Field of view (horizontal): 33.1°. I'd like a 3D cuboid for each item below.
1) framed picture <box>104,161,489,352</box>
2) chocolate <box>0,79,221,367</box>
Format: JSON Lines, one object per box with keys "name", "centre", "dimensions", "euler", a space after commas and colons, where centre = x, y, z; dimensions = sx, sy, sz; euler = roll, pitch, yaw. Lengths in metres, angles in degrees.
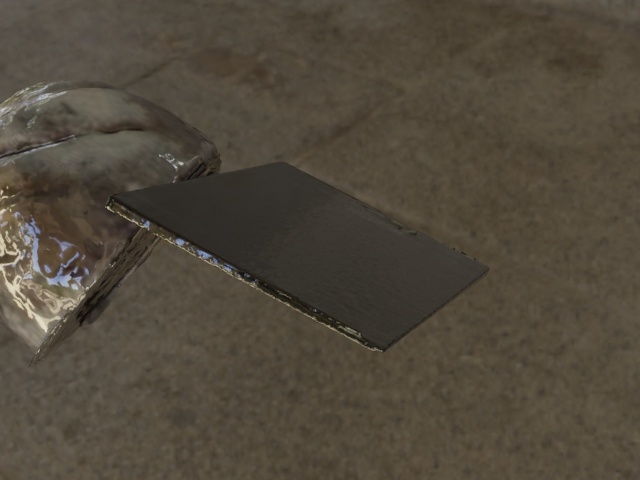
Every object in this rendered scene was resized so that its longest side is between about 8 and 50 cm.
{"name": "framed picture", "centre": [0.000, 0.000, 0.968], "dimensions": [0.255, 0.014, 0.339], "euler": [27, 18, 16]}
{"name": "chocolate", "centre": [-0.270, -0.044, 1.118], "dimensions": [0.213, 0.303, 0.303], "euler": [42, 48, -3]}
